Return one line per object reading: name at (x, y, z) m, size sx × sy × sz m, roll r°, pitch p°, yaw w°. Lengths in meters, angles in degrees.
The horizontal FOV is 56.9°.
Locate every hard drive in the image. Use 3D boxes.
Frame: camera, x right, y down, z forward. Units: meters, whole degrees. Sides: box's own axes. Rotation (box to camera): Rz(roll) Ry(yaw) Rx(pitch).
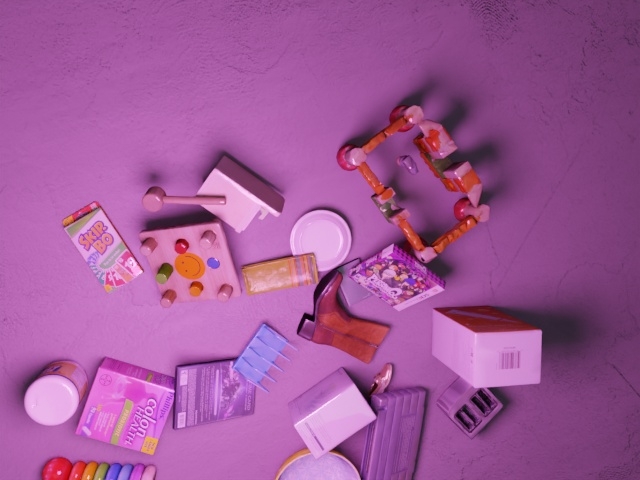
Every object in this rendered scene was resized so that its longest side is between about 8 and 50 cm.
hard drive at (0.108, 0.138, 1.950) m, size 0.094 × 0.022 × 0.135 m, roll -25°, pitch 100°, yaw -8°

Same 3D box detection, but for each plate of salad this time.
plate of salad at (0.000, 0.000, 1.901) m, size 0.199 × 0.048 × 0.200 m, roll -1°, pitch 100°, yaw -8°

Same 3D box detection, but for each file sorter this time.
file sorter at (-0.169, 0.374, 1.853) m, size 0.118 × 0.104 × 0.170 m, roll 41°, pitch 80°, yaw -33°

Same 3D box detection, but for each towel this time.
towel at (-0.127, 0.110, 1.879) m, size 0.237 × 0.021 × 0.102 m, roll -11°, pitch 104°, yaw 0°

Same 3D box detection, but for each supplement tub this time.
supplement tub at (-0.766, 0.438, 1.726) m, size 0.144 × 0.199 × 0.144 m, roll -1°, pitch 96°, yaw -11°

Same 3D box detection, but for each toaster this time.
toaster at (0.510, 0.559, 2.026) m, size 0.168 × 0.110 × 0.186 m, roll -44°, pitch 101°, yaw -4°

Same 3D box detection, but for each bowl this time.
bowl at (-0.023, 0.788, 1.924) m, size 0.289 × 0.156 × 0.290 m, roll -1°, pitch 98°, yaw -10°

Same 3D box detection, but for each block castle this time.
block castle at (0.294, -0.179, 1.861) m, size 0.303 × 0.213 × 0.453 m, roll -37°, pitch 99°, yaw -1°

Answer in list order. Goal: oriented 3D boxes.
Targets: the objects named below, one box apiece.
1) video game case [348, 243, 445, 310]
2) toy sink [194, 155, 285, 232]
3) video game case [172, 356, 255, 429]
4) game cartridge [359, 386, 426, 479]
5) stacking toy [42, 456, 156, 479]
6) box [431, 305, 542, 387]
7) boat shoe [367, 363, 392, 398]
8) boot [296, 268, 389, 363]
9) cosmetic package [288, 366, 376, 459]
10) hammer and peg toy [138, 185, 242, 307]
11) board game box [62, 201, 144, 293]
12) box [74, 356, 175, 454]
video game case at (0.242, 0.123, 1.879) m, size 0.232 × 0.210 × 0.042 m, roll 35°, pitch 47°, yaw -22°
toy sink at (-0.242, -0.121, 1.777) m, size 0.234 × 0.153 × 0.131 m, roll 34°, pitch 110°, yaw -13°
video game case at (-0.326, 0.471, 1.843) m, size 0.274 × 0.026 × 0.196 m, roll 0°, pitch 97°, yaw -38°
game cartridge at (0.237, 0.671, 1.962) m, size 0.230 × 0.068 × 0.355 m, roll 2°, pitch 99°, yaw -43°
stacking toy at (-0.685, 0.734, 1.820) m, size 0.330 × 0.141 × 0.141 m, roll 14°, pitch 93°, yaw -5°
box at (0.516, 0.328, 1.882) m, size 0.214 × 0.345 × 0.168 m, roll -1°, pitch 96°, yaw -11°
boat shoe at (0.200, 0.476, 1.989) m, size 0.045 × 0.050 × 0.135 m, roll 21°, pitch 92°, yaw -17°
boot at (0.099, 0.250, 1.912) m, size 0.280 × 0.096 × 0.264 m, roll 23°, pitch 98°, yaw -12°
cosmetic package at (0.030, 0.538, 1.870) m, size 0.224 × 0.224 × 0.138 m, roll -32°, pitch 95°, yaw -6°
hammer and peg toy at (-0.384, 0.023, 1.708) m, size 0.265 × 0.127 × 0.361 m, roll -6°, pitch 118°, yaw 11°
board game box at (-0.660, 0.021, 1.789) m, size 0.124 × 0.039 × 0.259 m, roll -32°, pitch 98°, yaw -7°
box at (-0.587, 0.505, 1.809) m, size 0.242 × 0.117 × 0.214 m, roll 21°, pitch 92°, yaw -13°
